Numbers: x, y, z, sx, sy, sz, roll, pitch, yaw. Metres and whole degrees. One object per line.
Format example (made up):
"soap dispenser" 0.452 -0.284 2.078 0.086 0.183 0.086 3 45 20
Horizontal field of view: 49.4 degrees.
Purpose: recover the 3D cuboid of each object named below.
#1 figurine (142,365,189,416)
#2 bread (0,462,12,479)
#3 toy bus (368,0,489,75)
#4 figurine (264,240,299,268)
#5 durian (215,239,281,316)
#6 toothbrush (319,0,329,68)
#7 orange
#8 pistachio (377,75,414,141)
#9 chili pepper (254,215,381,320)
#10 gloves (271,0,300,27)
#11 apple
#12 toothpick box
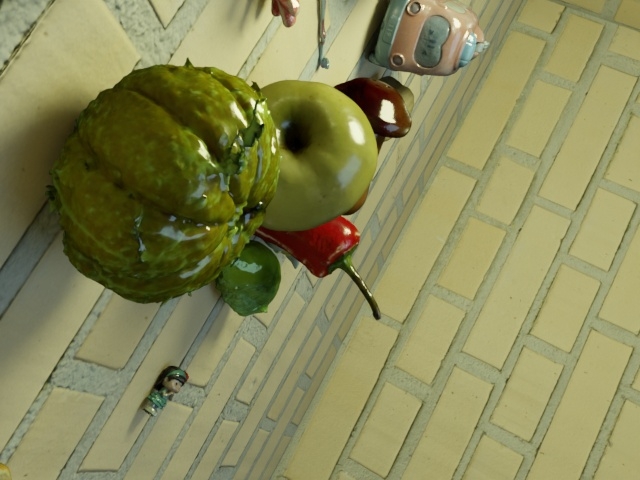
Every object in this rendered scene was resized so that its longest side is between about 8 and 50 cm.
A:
"figurine" -0.298 0.291 1.341 0.106 0.047 0.060 -55 146 -19
"bread" -0.443 0.316 0.840 0.149 0.073 0.122 -36 146 -61
"toy bus" 0.266 -0.486 1.632 0.294 0.231 0.197 -39 151 -59
"figurine" -0.056 -0.023 1.493 0.183 0.128 0.208 -21 156 -32
"durian" -0.143 0.074 1.408 0.139 0.101 0.250 -56 163 -26
"toothbrush" 0.006 -0.397 1.313 0.013 0.019 0.193 -56 161 -27
"orange" -0.177 -0.075 0.832 0.300 0.223 0.301 -55 169 8
"pistachio" 0.153 -0.322 1.739 0.129 0.131 0.206 -8 -144 52
"chili pepper" 0.002 -0.004 1.313 0.131 0.338 0.135 -54 165 -25
"gloves" -0.024 -0.425 0.994 0.241 0.126 0.145 -39 -168 44
"apple" -0.040 -0.138 1.160 0.262 0.262 0.262 -56 163 -27
"toothpick box" 0.074 -0.212 1.539 0.192 0.192 0.294 -36 155 -61
